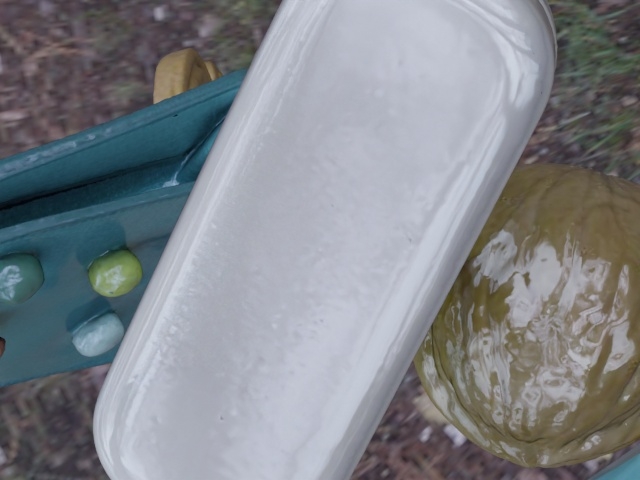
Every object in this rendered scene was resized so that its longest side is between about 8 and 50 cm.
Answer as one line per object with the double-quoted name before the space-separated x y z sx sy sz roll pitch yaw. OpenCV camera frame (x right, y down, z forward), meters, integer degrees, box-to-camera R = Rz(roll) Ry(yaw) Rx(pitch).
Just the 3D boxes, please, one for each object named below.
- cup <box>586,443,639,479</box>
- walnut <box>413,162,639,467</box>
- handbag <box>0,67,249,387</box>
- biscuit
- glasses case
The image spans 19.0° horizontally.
"cup" 0.274 0.250 1.635 0.148 0.134 0.236 31 145 -10
"walnut" 0.173 0.056 1.385 0.228 0.228 0.228 3 100 19
"handbag" -0.152 0.020 1.195 0.100 0.274 0.269 63 149 12
"biscuit" -0.089 -0.054 1.552 0.044 0.288 0.202 -8 93 8
"glasses case" 0.000 0.000 0.566 0.083 0.050 0.196 28 109 1
